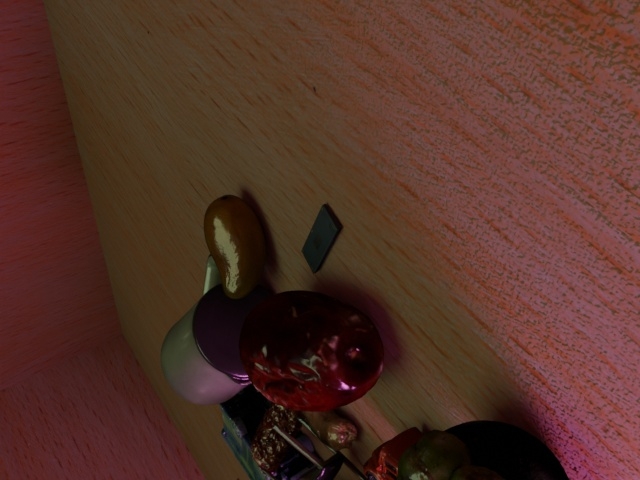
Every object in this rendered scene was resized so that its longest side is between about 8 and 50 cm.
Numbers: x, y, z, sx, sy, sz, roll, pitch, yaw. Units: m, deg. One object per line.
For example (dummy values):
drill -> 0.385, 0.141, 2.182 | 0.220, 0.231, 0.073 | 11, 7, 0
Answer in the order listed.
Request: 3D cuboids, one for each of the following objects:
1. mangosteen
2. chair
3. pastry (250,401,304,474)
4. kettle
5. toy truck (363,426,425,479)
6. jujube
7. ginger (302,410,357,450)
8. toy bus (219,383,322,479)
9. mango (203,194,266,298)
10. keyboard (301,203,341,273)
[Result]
mangosteen -> 0.211, 0.340, 0.834 | 0.243, 0.243, 0.243 | 43, 146, 39
chair -> -0.016, 0.535, 1.406 | 0.272, 0.188, 0.166 | 34, -176, 20
pastry -> -0.104, 0.466, 1.588 | 0.097, 0.208, 0.115 | 28, -173, 9
kettle -> -0.239, 0.201, 1.601 | 0.377, 0.250, 0.361 | 137, 135, -60
toy truck -> 0.179, 0.399, 1.079 | 0.253, 0.107, 0.114 | 25, 132, 51
jujube -> -0.021, 0.199, 1.180 | 0.318, 0.223, 0.223 | -9, 104, 59
ginger -> 0.015, 0.402, 1.432 | 0.190, 0.069, 0.095 | 22, 113, 55
toy bus -> -0.141, 0.557, 1.762 | 0.312, 0.152, 0.190 | 45, 147, 34
mango -> -0.183, 0.014, 1.401 | 0.136, 0.099, 0.227 | -6, 96, 23
keyboard -> -0.001, 0.000, 1.180 | 0.055, 0.014, 0.176 | 57, 153, 18
